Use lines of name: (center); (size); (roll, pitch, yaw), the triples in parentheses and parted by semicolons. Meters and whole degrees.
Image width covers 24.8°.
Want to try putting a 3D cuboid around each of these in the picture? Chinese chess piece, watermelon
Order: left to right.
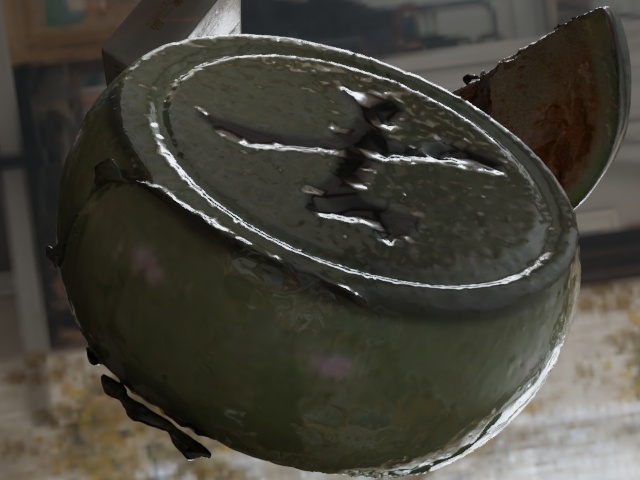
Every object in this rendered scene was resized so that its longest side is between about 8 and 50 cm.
Chinese chess piece: (0.000, 0.000, 0.627); (0.237, 0.238, 0.092); (-103, -151, -53)
watermelon: (0.202, -0.087, 1.453); (0.188, 0.322, 0.175); (-16, 82, -57)

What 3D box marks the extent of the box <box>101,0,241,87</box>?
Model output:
box: (-0.144, -0.164, 1.453); (0.149, 0.067, 0.233); (-52, 167, -22)
